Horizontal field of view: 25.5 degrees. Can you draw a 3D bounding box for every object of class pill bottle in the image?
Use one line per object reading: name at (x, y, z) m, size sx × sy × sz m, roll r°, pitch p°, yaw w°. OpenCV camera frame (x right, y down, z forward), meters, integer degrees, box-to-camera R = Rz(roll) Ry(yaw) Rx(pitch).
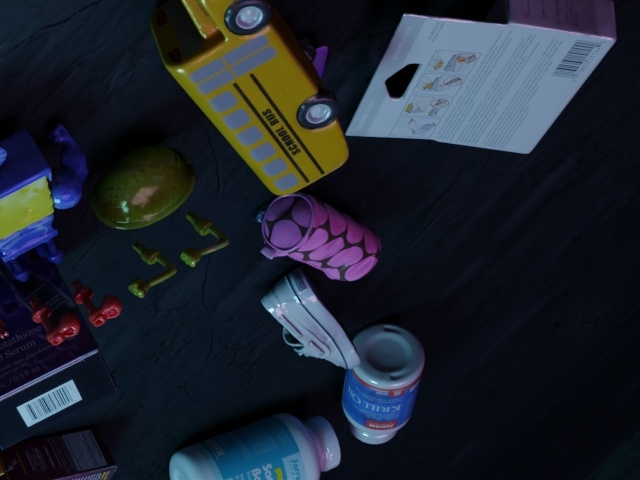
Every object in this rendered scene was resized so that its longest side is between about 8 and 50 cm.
pill bottle at (0.100, 0.245, 2.338) m, size 0.124 × 0.124 × 0.221 m, roll -22°, pitch 147°, yaw -19°
pill bottle at (-0.102, 0.371, 2.308) m, size 0.264 × 0.146 × 0.146 m, roll -18°, pitch 146°, yaw -25°

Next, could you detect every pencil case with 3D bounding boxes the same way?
pencil case at (0.000, 0.000, 1.931) m, size 0.209 × 0.095 × 0.098 m, roll 25°, pitch 91°, yaw -56°

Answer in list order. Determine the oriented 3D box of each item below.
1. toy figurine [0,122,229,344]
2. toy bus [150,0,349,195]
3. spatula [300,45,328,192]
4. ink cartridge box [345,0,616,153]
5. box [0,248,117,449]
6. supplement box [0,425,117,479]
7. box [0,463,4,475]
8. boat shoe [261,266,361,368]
toy figurine at (-0.297, -0.032, 1.521) m, size 0.362 × 0.191 × 0.217 m, roll -28°, pitch 144°, yaw -12°
toy bus at (-0.077, -0.190, 1.538) m, size 0.130 × 0.108 × 0.332 m, roll -28°, pitch 143°, yaw 9°
spatula at (-0.024, -0.142, 1.763) m, size 0.084 × 0.030 × 0.296 m, roll -25°, pitch 149°, yaw -12°
ink cartridge box at (0.189, -0.212, 1.759) m, size 0.261 × 0.066 × 0.296 m, roll 6°, pitch 155°, yaw -12°
box at (-0.351, 0.109, 1.639) m, size 0.153 × 0.207 × 0.108 m, roll -28°, pitch 149°, yaw -12°
supplement box at (-0.405, 0.345, 2.050) m, size 0.188 × 0.081 × 0.104 m, roll -8°, pitch 141°, yaw -36°
box at (-0.485, 0.317, 1.820) m, size 0.081 × 0.028 × 0.136 m, roll -36°, pitch 160°, yaw 33°
boat shoe at (-0.016, 0.128, 2.112) m, size 0.084 × 0.095 × 0.258 m, roll -30°, pitch 139°, yaw 3°
